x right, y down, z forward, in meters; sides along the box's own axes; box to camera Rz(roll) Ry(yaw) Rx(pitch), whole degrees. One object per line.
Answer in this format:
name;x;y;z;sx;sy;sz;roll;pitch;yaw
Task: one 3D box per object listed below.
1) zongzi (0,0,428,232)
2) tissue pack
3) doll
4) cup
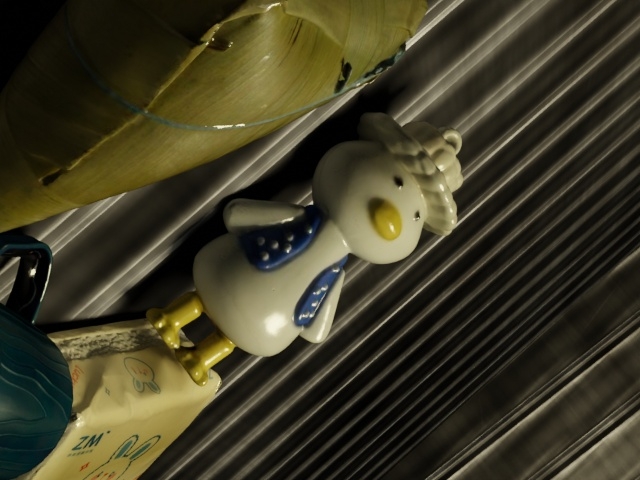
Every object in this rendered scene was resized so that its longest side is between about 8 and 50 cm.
zongzi;-0.073;-0.077;0.652;0.256;0.115;0.228;-43;168;24
tissue pack;-0.187;0.140;0.932;0.148;0.092;0.196;-49;160;20
doll;0.000;0.000;0.956;0.293;0.138;0.119;-37;-163;-13
cup;-0.204;0.074;0.711;0.150;0.113;0.138;-39;164;-4
